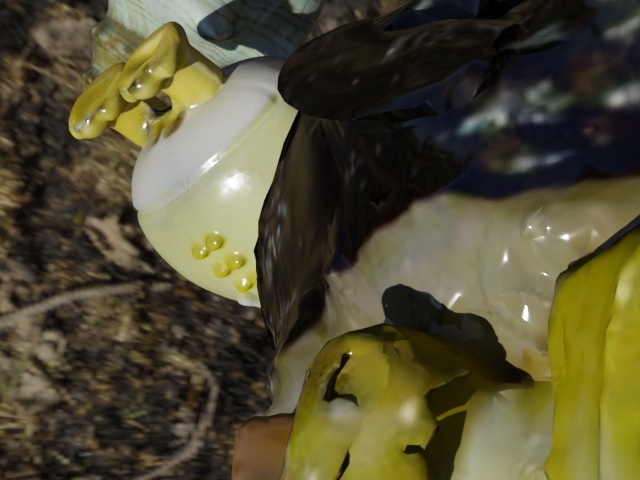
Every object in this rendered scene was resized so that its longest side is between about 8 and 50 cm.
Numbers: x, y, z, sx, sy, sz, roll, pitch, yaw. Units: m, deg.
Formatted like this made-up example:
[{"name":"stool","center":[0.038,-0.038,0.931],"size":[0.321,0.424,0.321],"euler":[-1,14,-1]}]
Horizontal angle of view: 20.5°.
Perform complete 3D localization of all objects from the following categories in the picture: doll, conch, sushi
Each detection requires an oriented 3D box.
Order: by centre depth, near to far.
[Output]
[{"name":"sushi","center":[0.138,0.077,0.510],"size":[0.328,0.328,0.285],"euler":[-21,35,29]},{"name":"doll","center":[-0.004,0.007,0.962],"size":[0.296,0.117,0.141],"euler":[49,130,-9]},{"name":"conch","center":[-0.069,-0.147,1.084],"size":[0.234,0.114,0.137],"euler":[-31,80,26]}]
